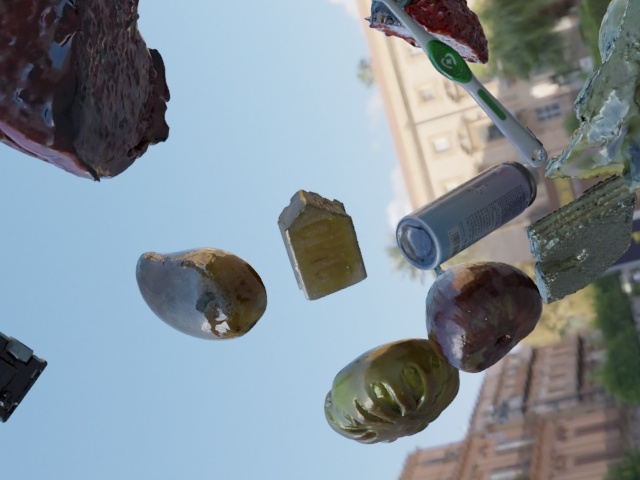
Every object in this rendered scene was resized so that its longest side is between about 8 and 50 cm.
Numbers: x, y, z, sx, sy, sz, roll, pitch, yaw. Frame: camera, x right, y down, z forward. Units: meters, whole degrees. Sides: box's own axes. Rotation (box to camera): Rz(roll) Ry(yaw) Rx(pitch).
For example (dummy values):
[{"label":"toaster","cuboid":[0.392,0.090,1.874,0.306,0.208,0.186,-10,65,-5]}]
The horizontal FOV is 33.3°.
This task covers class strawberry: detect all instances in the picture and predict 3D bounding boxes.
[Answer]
[{"label":"strawberry","cuboid":[0.192,-0.369,1.739,0.236,0.190,0.111,16,-89,-41]}]

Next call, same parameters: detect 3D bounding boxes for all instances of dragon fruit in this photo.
[{"label":"dragon fruit","cuboid":[-0.306,-0.174,1.179,0.329,0.227,0.286,63,-153,-76]}]

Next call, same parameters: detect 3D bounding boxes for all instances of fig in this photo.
[{"label":"fig","cuboid":[0.205,0.089,1.477,0.143,0.160,0.231,44,-179,-15]}]

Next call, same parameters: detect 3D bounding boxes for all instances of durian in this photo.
[{"label":"durian","cuboid":[0.335,-0.160,1.088,0.172,0.166,0.306,47,143,21]}]

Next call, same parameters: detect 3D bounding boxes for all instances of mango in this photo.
[{"label":"mango","cuboid":[-0.257,0.104,2.238,0.146,0.316,0.193,11,-87,-68]}]

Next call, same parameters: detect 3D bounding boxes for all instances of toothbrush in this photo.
[{"label":"toothbrush","cuboid":[0.197,-0.259,1.598,0.418,0.042,0.040,44,176,-16]}]

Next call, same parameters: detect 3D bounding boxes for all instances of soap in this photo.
[{"label":"soap","cuboid":[0.000,0.000,2.423,0.080,0.160,0.258,-122,12,-54]}]

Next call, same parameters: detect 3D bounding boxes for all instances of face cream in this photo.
[{"label":"face cream","cuboid":[0.196,-0.040,1.353,0.229,0.075,0.075,-28,-74,-36]}]

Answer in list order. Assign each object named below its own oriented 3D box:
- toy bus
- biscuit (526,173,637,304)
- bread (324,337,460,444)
[{"label":"toy bus","cuboid":[-0.614,0.172,1.782,0.134,0.164,0.276,-56,-49,-14]},{"label":"biscuit","cuboid":[0.356,0.007,1.463,0.046,0.147,0.250,61,180,26]},{"label":"bread","cuboid":[0.111,0.228,1.564,0.213,0.213,0.105,50,-166,-56]}]
